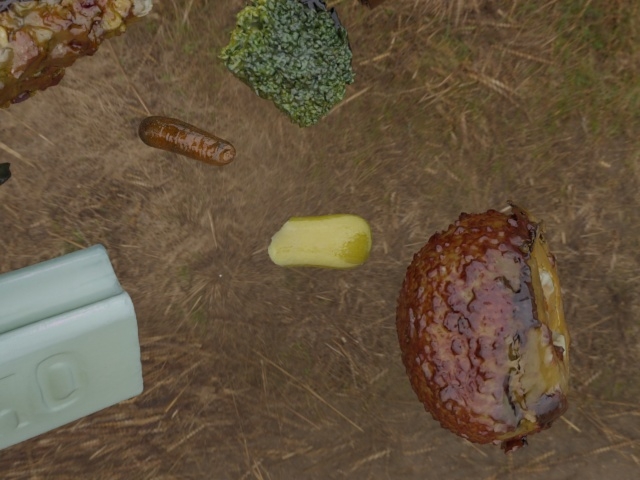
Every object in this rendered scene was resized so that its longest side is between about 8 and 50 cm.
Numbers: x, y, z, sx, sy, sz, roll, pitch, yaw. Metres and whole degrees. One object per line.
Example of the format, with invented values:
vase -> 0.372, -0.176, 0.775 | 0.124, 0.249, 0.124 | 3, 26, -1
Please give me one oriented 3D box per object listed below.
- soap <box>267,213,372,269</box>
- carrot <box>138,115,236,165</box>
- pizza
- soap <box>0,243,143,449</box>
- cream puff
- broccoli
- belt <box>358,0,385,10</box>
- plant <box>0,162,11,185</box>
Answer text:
soap -> 0.000, 0.000, 1.160 | 0.169, 0.033, 0.089 | 3, 86, -11
carrot -> -0.221, -0.166, 1.223 | 0.186, 0.060, 0.060 | 18, 84, 21
pizza -> -0.431, -0.281, 1.085 | 0.409, 0.278, 0.114 | -34, 102, -7
soap -> -0.221, 0.086, 0.474 | 0.198, 0.119, 0.066 | -19, 54, -23
cream puff -> 0.225, 0.125, 1.035 | 0.229, 0.350, 0.350 | -11, 89, 24
broccoli -> -0.082, -0.301, 1.309 | 0.242, 0.273, 0.180 | 47, 54, -18
belt -> 0.051, -0.471, 1.089 | 0.105, 0.261, 0.184 | -30, 56, 8
plant -> -0.584, -0.026, 1.042 | 0.213, 0.215, 0.312 | 40, 98, 28
